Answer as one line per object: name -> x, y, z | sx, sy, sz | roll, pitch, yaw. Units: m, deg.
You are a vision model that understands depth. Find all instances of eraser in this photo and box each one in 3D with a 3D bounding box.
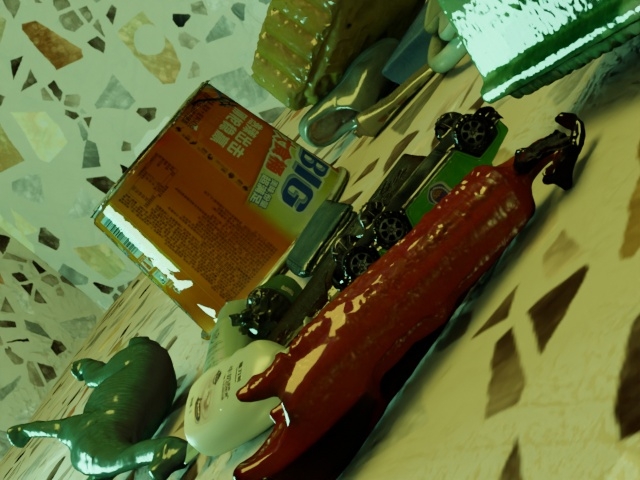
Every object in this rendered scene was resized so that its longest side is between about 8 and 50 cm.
eraser -> 0.191, -0.345, 1.542 | 0.144, 0.042, 0.312 | -41, 13, 48

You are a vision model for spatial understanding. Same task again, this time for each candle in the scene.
candle -> 0.058, 0.034, 0.656 | 0.302, 0.084, 0.059 | -45, 40, -10

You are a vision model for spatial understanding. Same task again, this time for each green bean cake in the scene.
green bean cake -> 0.029, -0.307, 1.608 | 0.224, 0.131, 0.230 | -19, -36, -46

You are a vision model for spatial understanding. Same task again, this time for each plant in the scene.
plant -> -0.050, 0.069, 1.025 | 0.051, 0.051, 0.102 | -45, 0, 28

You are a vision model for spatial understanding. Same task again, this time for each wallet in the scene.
wallet -> 0.024, 0.019, 0.946 | 0.232, 0.031, 0.122 | -51, 10, -2
wallet -> 0.000, 0.000, 1.145 | 0.088, 0.026, 0.129 | -55, 11, -2

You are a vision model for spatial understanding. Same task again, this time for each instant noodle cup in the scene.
instant noodle cup -> -0.135, -0.049, 1.392 | 0.296, 0.214, 0.296 | -48, 9, 10

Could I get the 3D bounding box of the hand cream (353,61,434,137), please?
hand cream -> 0.106, -0.187, 1.396 | 0.165, 0.037, 0.057 | -40, 11, 13

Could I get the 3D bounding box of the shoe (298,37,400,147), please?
shoe -> 0.056, -0.194, 1.560 | 0.195, 0.079, 0.078 | -40, 47, 10

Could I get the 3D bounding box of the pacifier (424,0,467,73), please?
pacifier -> 0.120, -0.346, 1.241 | 0.343, 0.269, 0.288 | -85, 13, -80

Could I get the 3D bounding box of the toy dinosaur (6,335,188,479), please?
toy dinosaur -> -0.179, 0.165, 1.207 | 0.331, 0.129, 0.383 | -30, 19, 36

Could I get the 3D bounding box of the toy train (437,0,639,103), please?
toy train -> 0.155, -0.220, 0.679 | 0.145, 0.202, 0.266 | -33, 2, -23

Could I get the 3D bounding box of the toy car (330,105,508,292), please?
toy car -> 0.074, -0.021, 0.773 | 0.165, 0.062, 0.071 | -50, 10, 2

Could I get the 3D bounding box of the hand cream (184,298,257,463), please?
hand cream -> -0.083, 0.121, 1.012 | 0.078, 0.050, 0.205 | -41, 17, 19

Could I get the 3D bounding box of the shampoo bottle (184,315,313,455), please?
shampoo bottle -> -0.046, 0.111, 0.855 | 0.152, 0.045, 0.077 | -34, 36, 38
